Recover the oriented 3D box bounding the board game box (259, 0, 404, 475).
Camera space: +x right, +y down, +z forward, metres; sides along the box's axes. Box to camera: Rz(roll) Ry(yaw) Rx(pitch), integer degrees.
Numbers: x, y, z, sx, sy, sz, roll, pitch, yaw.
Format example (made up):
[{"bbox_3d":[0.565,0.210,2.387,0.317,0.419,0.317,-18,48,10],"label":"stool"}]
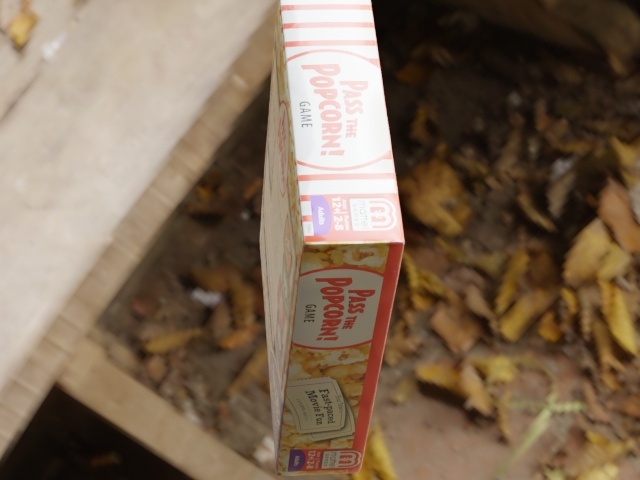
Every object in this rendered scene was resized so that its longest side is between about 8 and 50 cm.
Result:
[{"bbox_3d":[0.000,0.000,0.877,0.045,0.193,0.146,-1,55,-6],"label":"board game box"}]
